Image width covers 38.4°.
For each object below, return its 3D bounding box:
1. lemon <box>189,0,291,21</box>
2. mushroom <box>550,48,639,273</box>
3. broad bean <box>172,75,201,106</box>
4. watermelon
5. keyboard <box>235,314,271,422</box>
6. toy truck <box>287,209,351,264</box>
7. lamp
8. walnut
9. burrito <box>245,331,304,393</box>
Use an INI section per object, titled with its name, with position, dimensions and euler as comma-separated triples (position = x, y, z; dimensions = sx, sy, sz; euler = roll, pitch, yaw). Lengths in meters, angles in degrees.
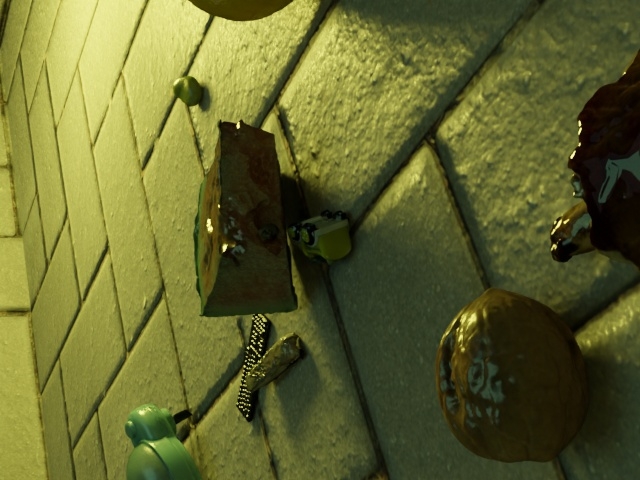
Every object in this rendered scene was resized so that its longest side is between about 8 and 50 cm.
[lemon]
position = -0.114, -0.465, 1.440
dimensions = 0.219, 0.240, 0.240
euler = 15, 103, 49
[mushroom]
position = 0.296, -0.073, 0.771
dimensions = 0.233, 0.208, 0.302
euler = -43, 25, -1
[broad bean]
position = -0.276, -0.314, 1.924
dimensions = 0.083, 0.045, 0.063
euler = 29, 116, 49
[watermelon]
position = -0.111, -0.022, 1.490
dimensions = 0.302, 0.151, 0.264
euler = 125, 143, -63
[keyboard]
position = -0.122, 0.225, 1.662
dimensions = 0.061, 0.013, 0.204
euler = 39, 123, 54
[toy truck]
position = 0.000, 0.000, 1.395
dimensions = 0.111, 0.076, 0.077
euler = 4, 113, 62
[lamp]
position = -0.322, 0.473, 1.882
dimensions = 0.209, 0.147, 0.284
euler = -49, 47, 53
[walnut]
position = 0.196, 0.138, 0.950
dimensions = 0.155, 0.155, 0.184
euler = -31, 60, 57
[burrito]
position = -0.079, 0.209, 1.557
dimensions = 0.171, 0.042, 0.051
euler = -49, 38, 48
